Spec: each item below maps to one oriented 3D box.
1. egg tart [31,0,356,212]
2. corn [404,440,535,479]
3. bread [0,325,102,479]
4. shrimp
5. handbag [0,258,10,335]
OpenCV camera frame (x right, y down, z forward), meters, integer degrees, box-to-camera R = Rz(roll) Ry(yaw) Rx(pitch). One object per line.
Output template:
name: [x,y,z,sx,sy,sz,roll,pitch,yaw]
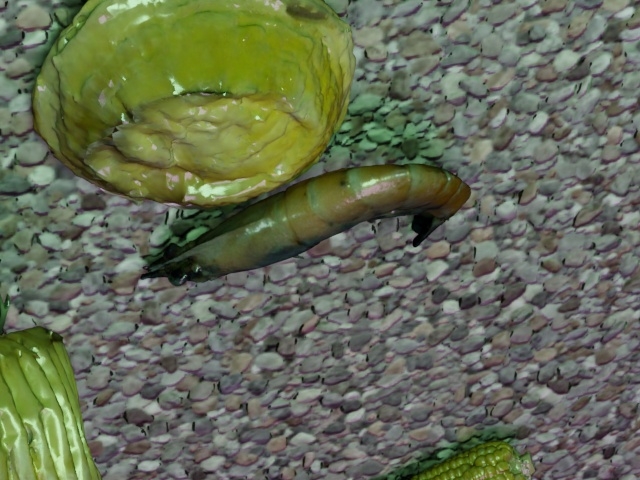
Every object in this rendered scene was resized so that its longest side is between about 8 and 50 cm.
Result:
egg tart: [-0.081,-0.091,1.145,0.232,0.098,0.252,-29,140,11]
corn: [0.101,0.265,1.569,0.238,0.080,0.080,-28,136,3]
bread: [-0.271,0.151,1.036,0.253,0.142,0.227,-14,178,-39]
shrimp: [0.000,0.000,1.278,0.262,0.051,0.198,-22,160,25]
handbag: [-0.384,0.037,1.042,0.325,0.162,0.327,-17,158,-3]
